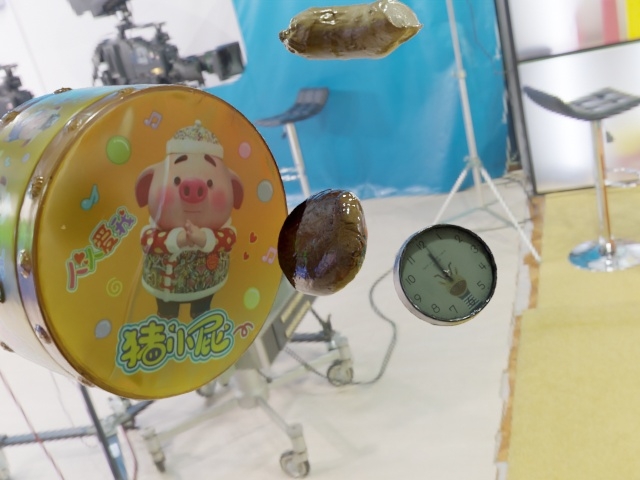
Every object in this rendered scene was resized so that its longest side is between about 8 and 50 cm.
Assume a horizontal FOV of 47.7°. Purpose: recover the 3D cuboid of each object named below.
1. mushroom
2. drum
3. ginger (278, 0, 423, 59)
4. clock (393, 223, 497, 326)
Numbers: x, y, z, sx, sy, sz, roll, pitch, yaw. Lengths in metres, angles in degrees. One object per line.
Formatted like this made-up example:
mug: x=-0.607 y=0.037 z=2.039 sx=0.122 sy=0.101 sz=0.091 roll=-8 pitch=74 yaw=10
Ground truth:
mushroom: x=0.000 y=0.000 z=0.764 sx=0.052 sy=0.123 sz=0.123 roll=12 pitch=-1 yaw=-41
drum: x=-0.256 y=-0.004 z=0.987 sx=0.214 sy=0.430 sz=0.431 roll=8 pitch=29 yaw=39
ginger: x=0.041 y=-0.273 z=0.948 sx=0.190 sy=0.068 sz=0.095 roll=1 pitch=7 yaw=16
clock: x=0.220 y=0.058 z=1.271 sx=0.185 sy=0.184 sz=0.040 roll=-17 pitch=-11 yaw=-8
